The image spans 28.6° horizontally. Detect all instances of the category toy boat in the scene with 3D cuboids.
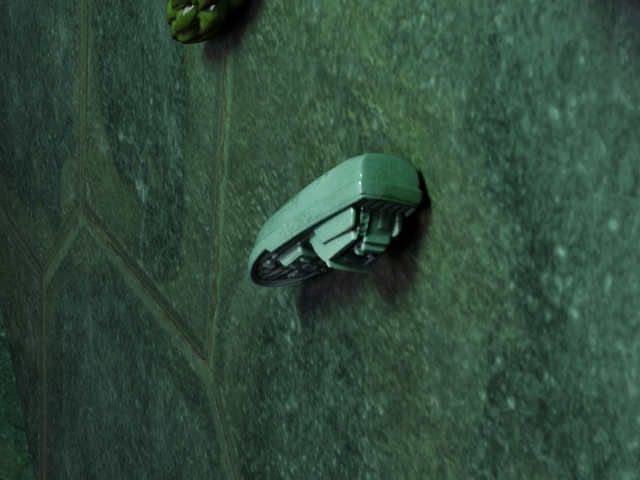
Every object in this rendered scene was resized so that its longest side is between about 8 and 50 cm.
[{"bbox_3d":[0.000,0.000,1.077,0.260,0.078,0.085,147,128,-59],"label":"toy boat"}]

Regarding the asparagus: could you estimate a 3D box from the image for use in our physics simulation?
[{"bbox_3d":[-0.099,-0.263,1.218,0.287,0.080,0.080,-43,58,59],"label":"asparagus"}]
